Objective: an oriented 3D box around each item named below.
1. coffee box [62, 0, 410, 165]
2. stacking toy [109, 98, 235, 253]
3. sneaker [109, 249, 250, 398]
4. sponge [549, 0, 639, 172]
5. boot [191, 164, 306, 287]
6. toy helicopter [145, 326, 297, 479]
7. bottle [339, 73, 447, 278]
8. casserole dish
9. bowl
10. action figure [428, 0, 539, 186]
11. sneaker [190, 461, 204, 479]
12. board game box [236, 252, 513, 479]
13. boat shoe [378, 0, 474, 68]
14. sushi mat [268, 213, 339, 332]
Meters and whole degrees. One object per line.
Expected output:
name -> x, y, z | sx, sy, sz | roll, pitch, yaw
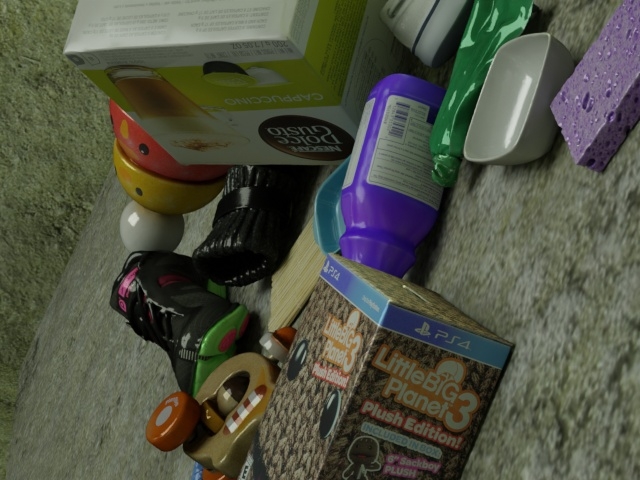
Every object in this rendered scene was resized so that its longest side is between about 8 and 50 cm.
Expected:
coffee box -> -0.084, -0.319, 1.876 | 0.337, 0.334, 0.338 | 2, 66, 26
stacking toy -> -0.247, -0.162, 2.400 | 0.351, 0.350, 0.480 | -101, 25, -59
sneaker -> -0.248, 0.130, 2.273 | 0.185, 0.202, 0.483 | -68, 17, 5
sponge -> 0.294, -0.176, 1.298 | 0.210, 0.031, 0.117 | -59, 20, 29
boot -> -0.079, -0.097, 2.119 | 0.348, 0.131, 0.260 | 118, 173, -56
toy helicopter -> -0.058, 0.204, 1.797 | 0.355, 0.140, 0.235 | -9, 45, 55
bottle -> 0.085, -0.052, 1.636 | 0.092, 0.118, 0.283 | -23, 49, 66
casserole dish -> 0.050, -0.053, 1.831 | 0.188, 0.037, 0.114 | -43, 45, 45
bowl -> 0.215, -0.142, 1.459 | 0.142, 0.053, 0.142 | -71, 18, -5
action figure -> 0.178, -0.169, 1.581 | 0.232, 0.063, 0.137 | -67, 19, -5
sneaker -> -0.164, 0.362, 2.001 | 0.084, 0.058, 0.152 | -125, 53, -76
board game box -> 0.046, 0.189, 1.443 | 0.291, 0.141, 0.232 | -68, 18, 4
boat shoe -> 0.171, -0.394, 1.655 | 0.136, 0.156, 0.367 | -34, -21, -50
sushi mat -> 0.000, 0.000, 1.992 | 0.316, 0.019, 0.151 | -56, 21, 36
